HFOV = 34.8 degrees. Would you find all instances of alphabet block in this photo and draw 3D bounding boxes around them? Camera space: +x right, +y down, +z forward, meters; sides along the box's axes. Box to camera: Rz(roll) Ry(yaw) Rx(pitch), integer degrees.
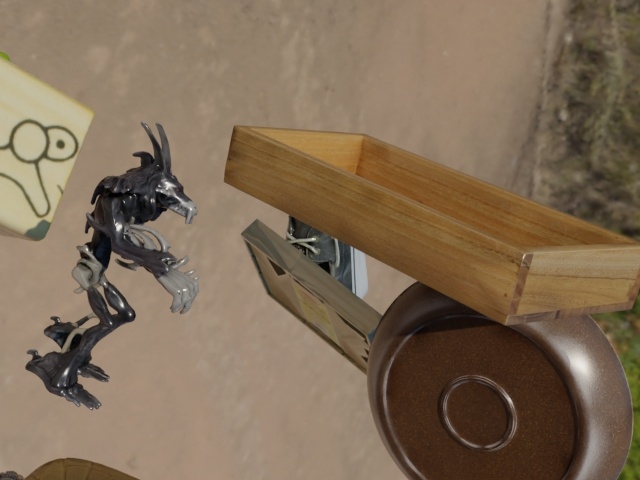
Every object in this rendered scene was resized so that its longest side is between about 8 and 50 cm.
[{"bbox_3d":[-0.439,-0.125,1.280,0.197,0.193,0.192,32,74,-44],"label":"alphabet block"}]

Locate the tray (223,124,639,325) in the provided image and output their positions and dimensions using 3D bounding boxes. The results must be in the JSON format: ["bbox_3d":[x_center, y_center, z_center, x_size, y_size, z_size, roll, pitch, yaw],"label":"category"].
[{"bbox_3d":[0.103,-0.028,1.056,0.203,0.411,0.076,-1,111,-42],"label":"tray"}]

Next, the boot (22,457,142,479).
[{"bbox_3d":[-0.109,0.291,0.769,0.095,0.262,0.203,-48,146,-47],"label":"boot"}]

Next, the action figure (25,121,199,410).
[{"bbox_3d":[-0.186,0.025,1.034,0.275,0.141,0.164,-63,-177,9],"label":"action figure"}]

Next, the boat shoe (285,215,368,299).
[{"bbox_3d":[0.000,0.000,1.648,0.119,0.121,0.335,-42,131,-34],"label":"boat shoe"}]

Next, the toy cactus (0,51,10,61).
[{"bbox_3d":[-0.495,-0.193,1.412,0.180,0.112,0.219,-53,139,-40],"label":"toy cactus"}]

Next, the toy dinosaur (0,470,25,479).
[{"bbox_3d":[-0.399,0.415,1.155,0.322,0.164,0.218,-55,164,-56],"label":"toy dinosaur"}]

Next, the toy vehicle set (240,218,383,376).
[{"bbox_3d":[0.001,0.094,1.480,0.035,0.267,0.166,-42,147,-17],"label":"toy vehicle set"}]

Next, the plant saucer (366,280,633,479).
[{"bbox_3d":[0.179,0.182,1.119,0.050,0.311,0.310,-25,132,-56],"label":"plant saucer"}]
